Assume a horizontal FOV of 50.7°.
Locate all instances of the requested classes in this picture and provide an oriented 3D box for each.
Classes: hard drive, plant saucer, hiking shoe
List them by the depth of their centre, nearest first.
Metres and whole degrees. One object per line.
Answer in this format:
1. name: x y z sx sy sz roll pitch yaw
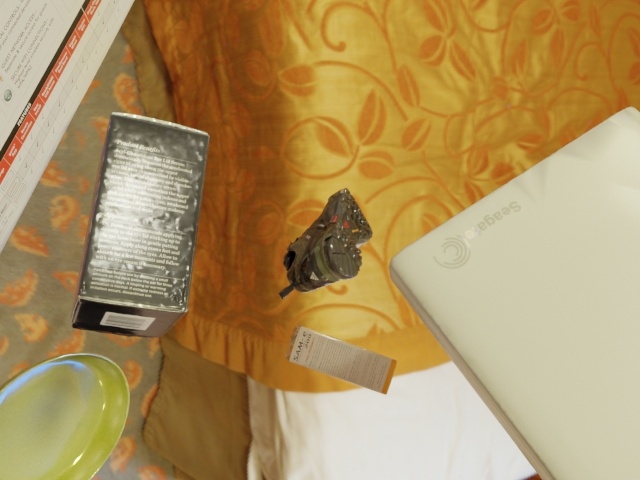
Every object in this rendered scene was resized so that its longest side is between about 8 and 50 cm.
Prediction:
1. hard drive: 0.210 0.078 0.391 0.203 0.307 0.040 -32 153 -7
2. plant saucer: -0.351 0.244 0.854 0.241 0.037 0.241 -34 136 -40
3. hiking shoe: 0.000 0.000 0.915 0.086 0.114 0.227 60 19 -13

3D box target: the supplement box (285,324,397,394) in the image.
1. supplement box: 0.018 0.115 0.657 0.098 0.062 0.036 20 82 -5

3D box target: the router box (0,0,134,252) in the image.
1. router box: -0.249 -0.181 0.436 0.301 0.082 0.335 82 23 -64

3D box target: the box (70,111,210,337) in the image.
1. box: -0.201 -0.010 0.746 0.108 0.153 0.207 10 68 -20
